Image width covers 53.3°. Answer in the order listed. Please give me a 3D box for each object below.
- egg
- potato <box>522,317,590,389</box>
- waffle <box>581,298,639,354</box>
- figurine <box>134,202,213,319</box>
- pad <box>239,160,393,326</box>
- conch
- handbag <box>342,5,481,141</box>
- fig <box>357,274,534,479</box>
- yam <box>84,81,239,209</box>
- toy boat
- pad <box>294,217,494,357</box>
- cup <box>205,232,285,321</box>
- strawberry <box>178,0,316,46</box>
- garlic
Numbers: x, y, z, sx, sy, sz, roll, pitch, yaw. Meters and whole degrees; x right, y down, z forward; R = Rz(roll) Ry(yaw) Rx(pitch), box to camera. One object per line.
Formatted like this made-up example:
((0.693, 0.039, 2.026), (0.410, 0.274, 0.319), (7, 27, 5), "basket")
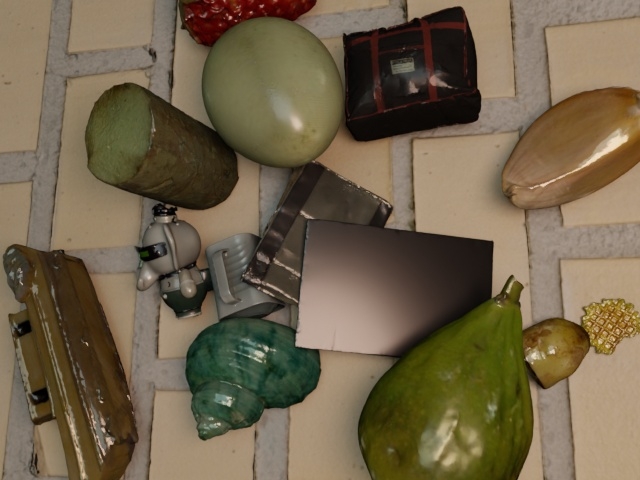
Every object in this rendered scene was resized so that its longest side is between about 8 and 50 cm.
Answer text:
((-0.069, -0.225, 0.995), (0.218, 0.218, 0.295), (-34, 40, 2), "egg")
((0.338, 0.154, 0.924), (0.103, 0.066, 0.096), (-39, 77, 8), "potato")
((0.431, 0.124, 0.944), (0.085, 0.016, 0.078), (-24, 75, 5), "waffle")
((-0.242, 0.033, 1.046), (0.126, 0.147, 0.192), (-12, 95, -10), "figurine")
((0.000, 0.000, 1.003), (0.174, 0.022, 0.233), (27, 70, -6), "pad")
((-0.118, 0.209, 0.974), (0.196, 0.134, 0.202), (28, 84, 17), "conch")
((0.140, -0.264, 1.014), (0.216, 0.155, 0.169), (-8, 70, 12), "handbag")
((0.203, 0.229, 0.855), (0.314, 0.233, 0.233), (-37, 74, 6), "fig")
((-0.252, -0.139, 1.020), (0.161, 0.268, 0.161), (-2, 83, 20), "yam")
((-0.423, 0.209, 1.040), (0.162, 0.136, 0.445), (-26, 75, 10), "toy boat")
((0.118, 0.080, 0.977), (0.300, 0.005, 0.202), (6, 79, -5), "pad")
((-0.129, 0.062, 1.011), (0.095, 0.128, 0.129), (-23, 72, 16), "cup")
((-0.124, -0.439, 1.103), (0.245, 0.205, 0.205), (-5, 76, -10), "strawberry")
((0.371, -0.129, 0.937), (0.245, 0.164, 0.145), (-33, 91, 8), "garlic")
